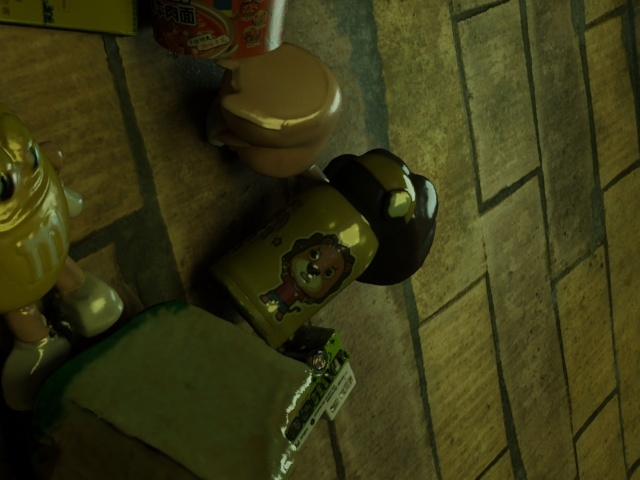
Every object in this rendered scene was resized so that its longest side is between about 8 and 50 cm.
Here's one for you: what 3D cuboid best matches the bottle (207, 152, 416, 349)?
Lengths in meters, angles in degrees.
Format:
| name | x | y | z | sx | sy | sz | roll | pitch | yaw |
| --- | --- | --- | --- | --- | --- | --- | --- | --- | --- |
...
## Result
| name | x | y | z | sx | sy | sz | roll | pitch | yaw |
| --- | --- | --- | --- | --- | --- | --- | --- | --- | --- |
| bottle | 0.000 | 0.000 | 1.852 | 0.351 | 0.171 | 0.171 | -41 | 131 | -5 |

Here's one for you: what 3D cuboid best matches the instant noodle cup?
| name | x | y | z | sx | sy | sz | roll | pitch | yaw |
| --- | --- | --- | --- | --- | --- | --- | --- | --- | --- |
| instant noodle cup | -0.149 | -0.388 | 1.692 | 0.250 | 0.250 | 0.192 | -34 | 136 | -48 |

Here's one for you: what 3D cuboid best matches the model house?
| name | x | y | z | sx | sy | sz | roll | pitch | yaw |
| --- | --- | --- | --- | --- | --- | --- | --- | --- | --- |
| model house | -0.216 | 0.327 | 1.603 | 0.342 | 0.335 | 0.382 | -65 | 173 | 25 |

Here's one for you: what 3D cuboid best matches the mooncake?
| name | x | y | z | sx | sy | sz | roll | pitch | yaw |
| --- | --- | --- | --- | --- | --- | --- | --- | --- | --- |
| mooncake | 0.094 | -0.043 | 2.055 | 0.133 | 0.245 | 0.245 | -56 | 134 | -40 |

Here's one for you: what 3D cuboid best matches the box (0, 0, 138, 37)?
| name | x | y | z | sx | sy | sz | roll | pitch | yaw |
| --- | --- | --- | --- | --- | --- | --- | --- | --- | --- |
| box | -0.359 | -0.364 | 1.571 | 0.279 | 0.041 | 0.153 | -7 | 96 | -54 |

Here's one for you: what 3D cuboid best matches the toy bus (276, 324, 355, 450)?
| name | x | y | z | sx | sy | sz | roll | pitch | yaw |
| --- | --- | --- | --- | --- | --- | --- | --- | --- | --- |
| toy bus | -0.060 | 0.288 | 1.973 | 0.301 | 0.113 | 0.139 | -53 | 132 | -34 |

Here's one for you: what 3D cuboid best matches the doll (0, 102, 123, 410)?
| name | x | y | z | sx | sy | sz | roll | pitch | yaw |
| --- | --- | --- | --- | --- | --- | --- | --- | --- | --- |
| doll | -0.398 | 0.023 | 1.448 | 0.423 | 0.161 | 0.348 | 38 | 59 | -62 |

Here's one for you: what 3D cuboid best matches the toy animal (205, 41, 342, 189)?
| name | x | y | z | sx | sy | sz | roll | pitch | yaw |
| --- | --- | --- | --- | --- | --- | --- | --- | --- | --- |
| toy animal | -0.074 | -0.192 | 1.842 | 0.213 | 0.256 | 0.195 | -7 | 72 | -15 |
